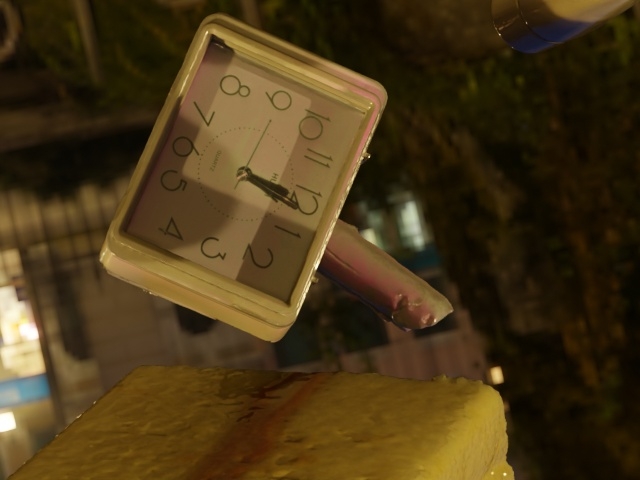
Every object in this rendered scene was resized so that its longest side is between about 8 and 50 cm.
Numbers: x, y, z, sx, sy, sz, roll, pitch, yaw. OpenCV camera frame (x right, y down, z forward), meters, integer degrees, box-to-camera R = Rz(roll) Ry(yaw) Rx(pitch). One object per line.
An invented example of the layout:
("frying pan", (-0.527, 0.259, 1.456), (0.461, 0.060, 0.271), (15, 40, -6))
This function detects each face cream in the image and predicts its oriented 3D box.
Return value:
("face cream", (0.269, -0.241, 1.681), (0.137, 0.084, 0.341), (-39, -171, -24))

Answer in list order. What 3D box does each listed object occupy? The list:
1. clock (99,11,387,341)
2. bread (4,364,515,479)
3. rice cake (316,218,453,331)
("clock", (-0.051, -0.043, 1.317), (0.147, 0.192, 0.071), (24, 166, -4))
("bread", (-0.053, 0.251, 1.521), (0.346, 0.242, 0.405), (6, -152, 18))
("rice cake", (0.000, 0.000, 1.717), (0.055, 0.270, 0.049), (-50, 173, -35))
